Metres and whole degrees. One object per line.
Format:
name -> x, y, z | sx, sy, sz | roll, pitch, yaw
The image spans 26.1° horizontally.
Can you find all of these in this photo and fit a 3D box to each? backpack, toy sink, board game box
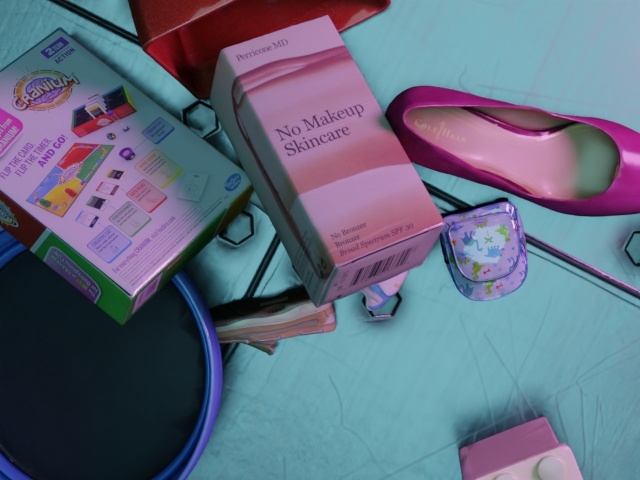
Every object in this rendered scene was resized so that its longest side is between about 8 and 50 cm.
backpack -> 0.201, 0.015, 1.687 | 0.105, 0.084, 0.114 | -14, 97, 7
toy sink -> 0.254, 0.319, 1.636 | 0.131, 0.234, 0.152 | -22, 92, 5
board game box -> -0.271, -0.084, 1.624 | 0.316, 0.064, 0.242 | 38, 53, 8

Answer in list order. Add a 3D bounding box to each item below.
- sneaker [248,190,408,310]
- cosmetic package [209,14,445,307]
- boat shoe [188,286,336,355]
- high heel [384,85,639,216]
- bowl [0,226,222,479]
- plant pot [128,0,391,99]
sneaker -> 0.000, 0.000, 1.698 | 0.229, 0.087, 0.092 | 31, 98, 2
cosmetic package -> 0.003, -0.093, 1.600 | 0.153, 0.129, 0.296 | -23, 71, -19
boat shoe -> -0.073, 0.112, 1.725 | 0.190, 0.068, 0.072 | -11, 110, 6
high heel -> 0.259, -0.097, 1.625 | 0.377, 0.181, 0.127 | 9, 95, 3
bowl -> -0.303, 0.159, 1.702 | 0.391, 0.077, 0.391 | 1, 94, 14
plant pot -> -0.101, -0.349, 1.598 | 0.267, 0.267, 0.235 | -26, 80, 5
